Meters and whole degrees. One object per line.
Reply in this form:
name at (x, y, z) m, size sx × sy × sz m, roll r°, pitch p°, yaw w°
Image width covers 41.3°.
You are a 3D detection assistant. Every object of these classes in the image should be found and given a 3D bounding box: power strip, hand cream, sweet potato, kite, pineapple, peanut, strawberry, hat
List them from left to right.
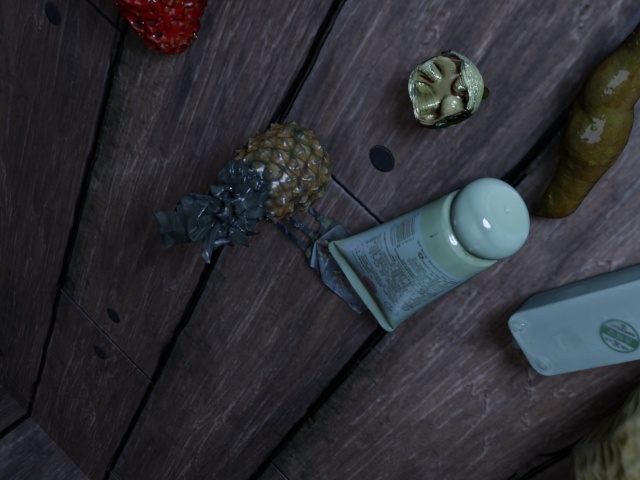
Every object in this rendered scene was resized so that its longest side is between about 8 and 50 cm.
strawberry at (-0.233, -0.339, 1.083) m, size 0.190 × 0.111 × 0.237 m, roll 20°, pitch 132°, yaw 29°
pineapple at (-0.095, -0.058, 1.063) m, size 0.128 × 0.248 × 0.128 m, roll 22°, pitch 129°, yaw 29°
kite at (-0.001, 0.001, 1.199) m, size 0.245 × 0.015 × 0.141 m, roll 41°, pitch 137°, yaw 10°
hand cream at (0.125, 0.019, 1.037) m, size 0.147 × 0.093 × 0.306 m, roll 55°, pitch 142°, yaw -2°
hat at (0.140, -0.162, 0.911) m, size 0.077 × 0.059 × 0.076 m, roll -17°, pitch 91°, yaw 43°
sweet potato at (0.267, -0.100, 0.836) m, size 0.067 × 0.067 × 0.274 m, roll 36°, pitch 143°, yaw 18°
power strip at (0.352, 0.068, 0.883) m, size 0.385 × 0.062 × 0.091 m, roll -24°, pitch 102°, yaw 49°
peanut at (0.374, 0.222, 0.906) m, size 0.325 × 0.153 × 0.140 m, roll 110°, pitch 143°, yaw -49°
